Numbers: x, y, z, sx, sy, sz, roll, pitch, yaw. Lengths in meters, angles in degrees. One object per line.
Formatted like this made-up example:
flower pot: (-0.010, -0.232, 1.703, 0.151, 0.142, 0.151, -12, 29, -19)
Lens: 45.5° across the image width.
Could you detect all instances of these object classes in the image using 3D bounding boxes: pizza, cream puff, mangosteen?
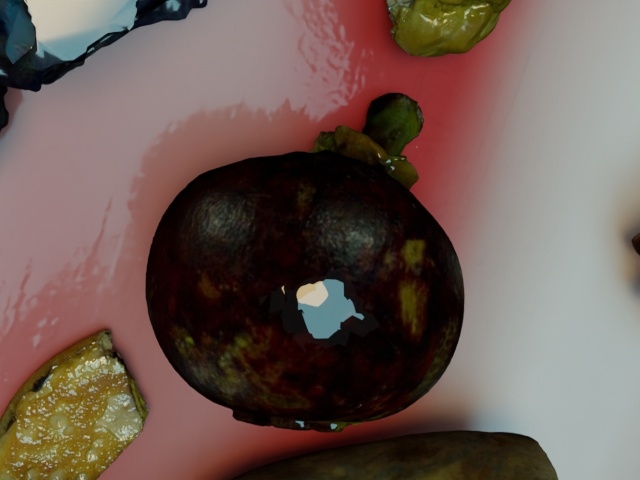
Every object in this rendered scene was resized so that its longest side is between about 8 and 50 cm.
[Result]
pizza: (-0.208, 0.149, 0.633, 0.099, 0.036, 0.160, 39, 93, -23)
cream puff: (0.105, -0.209, 0.570, 0.121, 0.156, 0.156, 1, 106, 1)
mangosteen: (0.000, 0.000, 0.575, 0.231, 0.231, 0.289, 25, 66, -22)

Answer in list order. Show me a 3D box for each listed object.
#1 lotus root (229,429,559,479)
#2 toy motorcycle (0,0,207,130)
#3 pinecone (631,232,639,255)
lotus root: (0.034, 0.300, 0.648, 0.346, 0.250, 0.250, -5, 107, -15)
toy motorcycle: (-0.182, -0.215, 0.478, 0.416, 0.172, 0.232, -35, 107, 5)
pinecone: (0.437, 0.018, 0.685, 0.264, 0.264, 0.264, -5, 107, -16)
